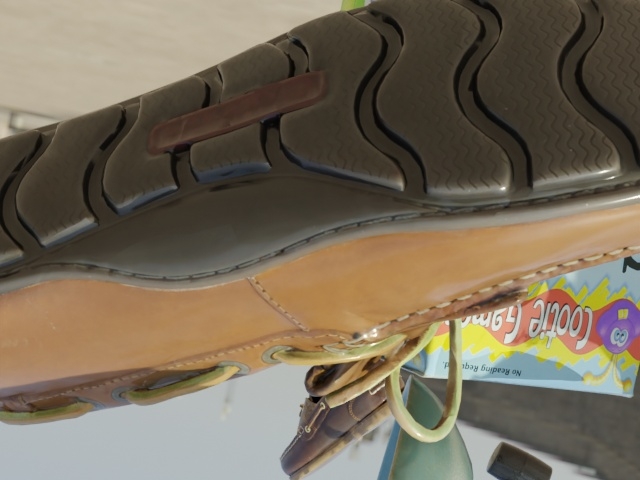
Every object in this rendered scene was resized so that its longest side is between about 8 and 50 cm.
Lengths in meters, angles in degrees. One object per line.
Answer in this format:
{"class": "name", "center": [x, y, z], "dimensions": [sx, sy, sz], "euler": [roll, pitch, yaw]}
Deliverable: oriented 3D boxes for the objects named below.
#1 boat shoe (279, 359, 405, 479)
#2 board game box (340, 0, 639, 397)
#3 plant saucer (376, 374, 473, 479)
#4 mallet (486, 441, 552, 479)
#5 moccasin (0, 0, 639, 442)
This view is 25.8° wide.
{"class": "boat shoe", "center": [0.016, 0.181, 1.440], "dimensions": [0.073, 0.207, 0.073], "euler": [52, -139, 8]}
{"class": "board game box", "center": [0.096, -0.074, 0.722], "dimensions": [0.144, 0.275, 0.142], "euler": [9, -174, -33]}
{"class": "plant saucer", "center": [0.019, 0.221, 0.658], "dimensions": [0.044, 0.317, 0.317], "euler": [15, -178, 4]}
{"class": "mallet", "center": [0.160, 0.280, 1.369], "dimensions": [0.062, 0.189, 0.039], "euler": [35, 150, 7]}
{"class": "moccasin", "center": [0.000, 0.002, 0.581], "dimensions": [0.380, 0.139, 0.147], "euler": [-19, 138, 10]}
